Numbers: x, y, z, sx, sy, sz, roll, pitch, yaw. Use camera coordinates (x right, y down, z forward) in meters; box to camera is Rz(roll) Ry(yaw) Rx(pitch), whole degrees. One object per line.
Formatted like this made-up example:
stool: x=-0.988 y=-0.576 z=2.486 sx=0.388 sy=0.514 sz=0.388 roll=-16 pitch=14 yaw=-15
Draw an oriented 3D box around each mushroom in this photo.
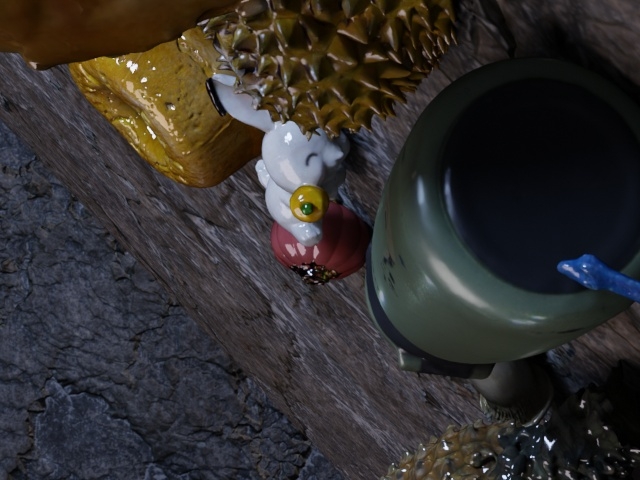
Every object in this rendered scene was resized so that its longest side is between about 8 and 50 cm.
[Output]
mushroom: x=0.154 y=0.100 z=1.251 sx=0.223 sy=0.081 sz=0.092 roll=49 pitch=164 yaw=-26

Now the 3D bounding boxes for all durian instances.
durian: x=-0.017 y=-0.167 z=0.840 sx=0.249 sy=0.138 sz=0.183 roll=57 pitch=171 yaw=-26

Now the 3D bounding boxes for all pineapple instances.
pineapple: x=0.177 y=0.237 z=1.199 sx=0.202 sy=0.202 sz=0.362 roll=42 pitch=136 yaw=8

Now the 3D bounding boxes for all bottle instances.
bottle: x=0.112 y=0.006 z=0.890 sx=0.168 sy=0.168 sz=0.347 roll=43 pitch=167 yaw=5

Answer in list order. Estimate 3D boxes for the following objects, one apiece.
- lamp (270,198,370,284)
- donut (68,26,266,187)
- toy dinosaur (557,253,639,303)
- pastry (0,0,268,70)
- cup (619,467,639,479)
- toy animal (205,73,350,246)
lamp: x=0.000 y=0.000 z=1.373 sx=0.107 sy=0.092 sz=0.107 roll=8 pitch=159 yaw=3
donut: x=-0.154 y=-0.153 z=1.321 sx=0.226 sy=0.114 sz=0.226 roll=41 pitch=165 yaw=14
toy dinosaur: x=0.293 y=0.062 z=0.661 sx=0.329 sy=0.076 sz=0.144 roll=11 pitch=158 yaw=33
pastry: x=-0.122 y=-0.235 z=0.621 sx=0.184 sy=0.316 sz=0.284 roll=-102 pitch=-5 yaw=-53
cup: x=0.327 y=0.325 z=1.234 sx=0.253 sy=0.191 sz=0.200 roll=69 pitch=164 yaw=-12
toy animal: x=-0.035 y=-0.079 z=1.187 sx=0.127 sy=0.131 sz=0.181 roll=17 pitch=148 yaw=17
